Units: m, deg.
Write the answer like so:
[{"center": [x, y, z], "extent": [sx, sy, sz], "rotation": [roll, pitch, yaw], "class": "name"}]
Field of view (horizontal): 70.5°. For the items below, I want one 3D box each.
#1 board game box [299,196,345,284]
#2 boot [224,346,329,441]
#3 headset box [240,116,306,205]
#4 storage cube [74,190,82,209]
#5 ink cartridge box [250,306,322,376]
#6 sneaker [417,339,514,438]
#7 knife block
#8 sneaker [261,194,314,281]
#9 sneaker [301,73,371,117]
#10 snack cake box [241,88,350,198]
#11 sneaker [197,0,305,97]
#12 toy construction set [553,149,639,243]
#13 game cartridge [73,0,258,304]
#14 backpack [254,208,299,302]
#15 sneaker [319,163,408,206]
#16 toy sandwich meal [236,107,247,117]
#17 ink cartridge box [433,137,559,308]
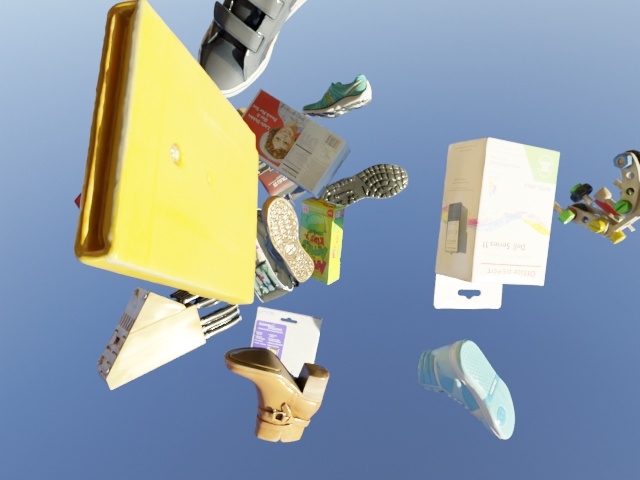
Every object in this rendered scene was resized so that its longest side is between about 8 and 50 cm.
[{"center": [0.000, 0.000, 1.039], "extent": [0.092, 0.181, 0.043], "rotation": [19, -153, 33], "class": "board game box"}, {"center": [-0.137, 0.401, 1.169], "extent": [0.284, 0.220, 0.109], "rotation": [17, -164, -20], "class": "boot"}, {"center": [-0.158, -0.241, 1.452], "extent": [0.110, 0.218, 0.293], "rotation": [-33, -95, 1], "class": "headset box"}, {"center": [-0.701, -0.124, 1.597], "extent": [0.193, 0.215, 0.184], "rotation": [53, -160, 8], "class": "storage cube"}, {"center": [-0.111, 0.316, 1.421], "extent": [0.207, 0.208, 0.045], "rotation": [11, -169, 0], "class": "ink cartridge box"}, {"center": [0.404, 0.427, 1.303], "extent": [0.208, 0.318, 0.127], "rotation": [-22, -168, 47], "class": "sneaker"}, {"center": [-0.318, 0.210, 1.008], "extent": [0.088, 0.242, 0.275], "rotation": [6, -111, 51], "class": "knife block"}, {"center": [-0.080, -0.006, 0.836], "extent": [0.086, 0.192, 0.064], "rotation": [24, -123, 42], "class": "sneaker"}, {"center": [0.055, -0.509, 1.629], "extent": [0.276, 0.109, 0.107], "rotation": [-11, 180, 29], "class": "sneaker"}, {"center": [-0.077, -0.240, 1.133], "extent": [0.264, 0.089, 0.152], "rotation": [35, -87, 11], "class": "snack cake box"}, {"center": [-0.115, -0.404, 0.782], "extent": [0.126, 0.127, 0.321], "rotation": [35, -90, 0], "class": "sneaker"}, {"center": [0.838, -0.071, 1.230], "extent": [0.309, 0.257, 0.237], "rotation": [10, -140, -52], "class": "toy construction set"}, {"center": [-0.163, -0.076, 0.584], "extent": [0.053, 0.323, 0.285], "rotation": [-4, -106, 13], "class": "game cartridge"}, {"center": [-0.192, 0.039, 1.387], "extent": [0.191, 0.253, 0.225], "rotation": [-20, -159, 13], "class": "backpack"}, {"center": [0.129, -0.177, 1.428], "extent": [0.284, 0.107, 0.124], "rotation": [-14, -166, 0], "class": "sneaker"}, {"center": [-0.268, -0.448, 1.637], "extent": [0.086, 0.029, 0.085], "rotation": [19, -142, -16], "class": "toy sandwich meal"}, {"center": [0.364, -0.018, 0.947], "extent": [0.207, 0.352, 0.119], "rotation": [3, -176, -24], "class": "ink cartridge box"}]
